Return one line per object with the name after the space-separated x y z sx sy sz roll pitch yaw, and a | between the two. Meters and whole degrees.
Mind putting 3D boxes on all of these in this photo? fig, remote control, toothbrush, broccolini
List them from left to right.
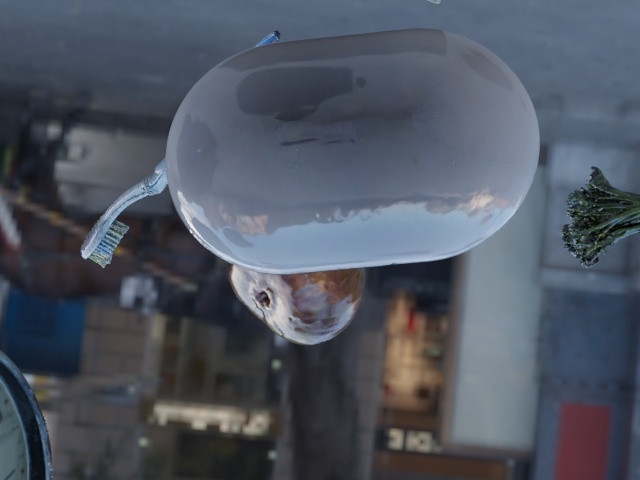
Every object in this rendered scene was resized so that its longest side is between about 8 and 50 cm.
-0.155 -0.094 1.978 0.042 0.035 0.413 28 133 -18 | toothbrush
-0.023 0.016 1.968 0.149 0.148 0.202 13 -145 -3 | fig
0.027 -0.081 1.618 0.332 0.221 0.103 -5 158 2 | remote control
0.385 0.001 2.093 0.271 0.123 0.062 24 167 41 | broccolini

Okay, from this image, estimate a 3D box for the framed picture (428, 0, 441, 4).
-0.061 -0.408 1.760 0.446 0.028 0.326 25 155 8 | framed picture

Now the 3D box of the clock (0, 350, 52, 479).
-0.369 0.229 1.609 0.067 0.325 0.325 5 176 37 | clock
